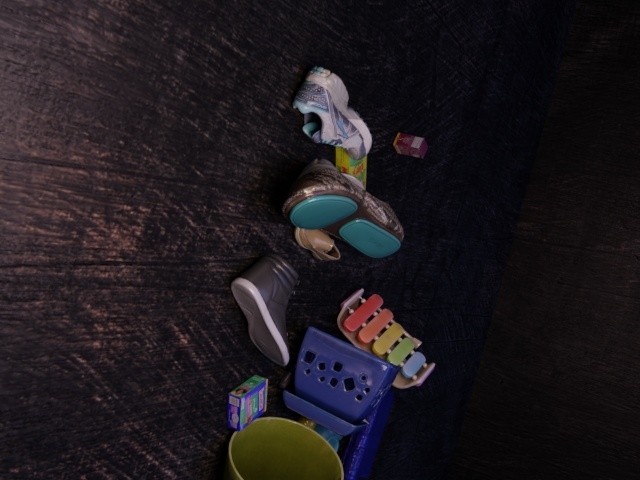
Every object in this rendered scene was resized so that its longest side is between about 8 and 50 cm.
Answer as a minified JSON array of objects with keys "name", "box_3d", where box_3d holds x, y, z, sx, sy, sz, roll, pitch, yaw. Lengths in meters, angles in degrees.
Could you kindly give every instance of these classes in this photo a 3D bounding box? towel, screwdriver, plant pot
[{"name":"towel","box_3d":[0.148,0.627,2.433,0.308,0.076,0.227,-70,160,-8]},{"name":"screwdriver","box_3d":[-0.065,0.321,1.926,0.170,0.025,0.024,-56,148,-47]},{"name":"plant pot","box_3d":[0.047,0.367,1.896,0.212,0.236,0.236,-64,164,-5]},{"name":"plant pot","box_3d":[-0.123,0.619,1.747,0.275,0.275,0.293,-24,141,-56]}]

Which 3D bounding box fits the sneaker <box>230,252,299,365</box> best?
[{"name":"sneaker","box_3d":[-0.095,0.153,1.672,0.147,0.105,0.295,-48,139,-32]}]

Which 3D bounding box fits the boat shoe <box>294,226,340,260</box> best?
[{"name":"boat shoe","box_3d":[0.000,0.000,1.805,0.190,0.072,0.068,39,70,-61]}]

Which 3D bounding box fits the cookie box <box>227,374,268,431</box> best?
[{"name":"cookie box","box_3d":[-0.169,0.376,1.726,0.107,0.040,0.091,-29,128,-55]}]

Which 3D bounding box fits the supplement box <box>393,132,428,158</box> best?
[{"name":"supplement box","box_3d":[0.259,-0.273,2.132,0.043,0.083,0.055,-66,153,-15]}]

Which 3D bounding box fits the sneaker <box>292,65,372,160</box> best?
[{"name":"sneaker","box_3d":[0.018,-0.263,1.688,0.122,0.110,0.283,-51,139,-11]}]

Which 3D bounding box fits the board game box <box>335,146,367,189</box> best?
[{"name":"board game box","box_3d":[0.078,-0.177,1.889,0.092,0.043,0.181,-38,136,-49]}]

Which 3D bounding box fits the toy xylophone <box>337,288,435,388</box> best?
[{"name":"toy xylophone","box_3d":[0.189,0.273,2.129,0.081,0.323,0.236,-50,178,37]}]

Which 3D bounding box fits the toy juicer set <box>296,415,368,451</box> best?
[{"name":"toy juicer set","box_3d":[-0.010,0.539,2.077,0.329,0.090,0.209,-40,125,-36]}]

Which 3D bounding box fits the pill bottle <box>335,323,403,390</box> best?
[{"name":"pill bottle","box_3d":[0.138,0.347,2.188,0.246,0.131,0.130,-35,134,-51]}]

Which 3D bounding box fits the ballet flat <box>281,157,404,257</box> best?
[{"name":"ballet flat","box_3d":[0.042,-0.091,1.733,0.483,0.164,0.182,23,45,-56]}]
